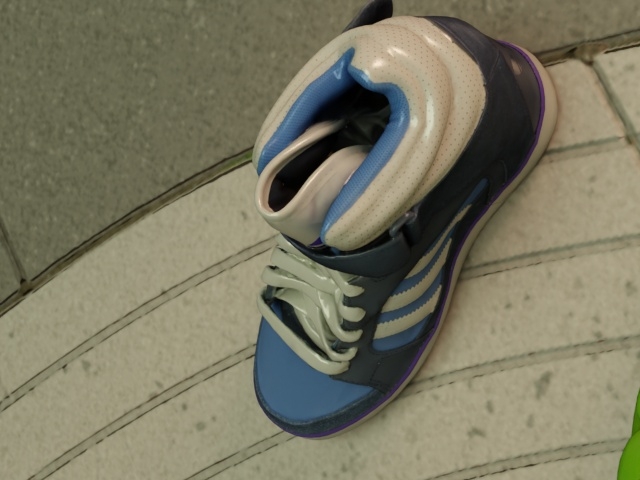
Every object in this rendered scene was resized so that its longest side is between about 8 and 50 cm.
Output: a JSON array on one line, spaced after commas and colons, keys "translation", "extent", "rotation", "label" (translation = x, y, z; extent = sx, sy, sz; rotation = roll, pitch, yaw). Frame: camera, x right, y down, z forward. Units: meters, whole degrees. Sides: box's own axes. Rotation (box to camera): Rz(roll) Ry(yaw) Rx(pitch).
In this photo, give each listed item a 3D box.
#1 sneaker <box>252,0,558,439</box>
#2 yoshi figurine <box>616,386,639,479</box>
[{"translation": [0.001, 0.000, 1.037], "extent": [0.130, 0.236, 0.323], "rotation": [44, 113, 24], "label": "sneaker"}, {"translation": [0.270, 0.069, 0.904], "extent": [0.203, 0.203, 0.362], "rotation": [13, 97, 18], "label": "yoshi figurine"}]
